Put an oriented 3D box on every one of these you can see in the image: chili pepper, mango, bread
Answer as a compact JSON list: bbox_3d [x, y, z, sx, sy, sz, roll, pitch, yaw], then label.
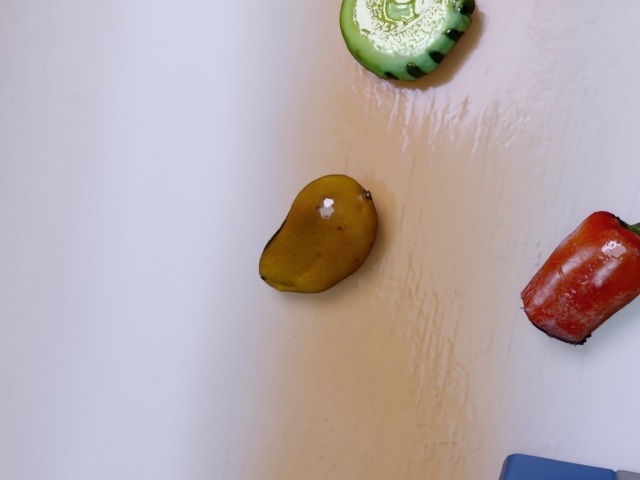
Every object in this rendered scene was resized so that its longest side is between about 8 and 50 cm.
[{"bbox_3d":[0.286,0.016,0.758,0.192,0.086,0.084,-54,47,24],"label":"chili pepper"},{"bbox_3d":[0.002,-0.003,0.864,0.105,0.084,0.159,40,126,-2],"label":"mango"},{"bbox_3d":[0.092,-0.237,0.821,0.139,0.071,0.130,-45,75,18],"label":"bread"}]

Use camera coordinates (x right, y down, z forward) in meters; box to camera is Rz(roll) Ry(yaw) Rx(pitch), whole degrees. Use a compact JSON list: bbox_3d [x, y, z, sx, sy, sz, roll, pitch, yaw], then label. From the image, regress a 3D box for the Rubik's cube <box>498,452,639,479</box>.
[{"bbox_3d":[0.295,0.414,0.642,0.347,0.344,0.346,6,96,18],"label":"Rubik's cube"}]
